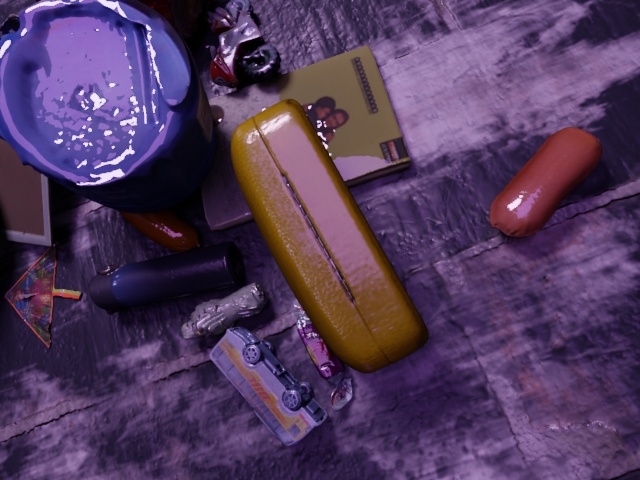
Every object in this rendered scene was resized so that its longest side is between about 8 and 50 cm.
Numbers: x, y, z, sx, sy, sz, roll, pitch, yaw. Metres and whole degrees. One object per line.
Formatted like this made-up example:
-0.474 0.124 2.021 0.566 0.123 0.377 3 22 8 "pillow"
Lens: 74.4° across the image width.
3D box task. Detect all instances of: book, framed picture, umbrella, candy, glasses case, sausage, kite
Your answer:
-0.052 -0.177 0.715 0.351 0.035 0.239 -18 74 7 "book"
-0.554 -0.146 0.747 0.232 0.019 0.297 7 100 22 "framed picture"
-0.150 0.114 0.658 0.143 0.067 0.062 -26 104 -2 "umbrella"
0.000 0.163 0.629 0.045 0.043 0.175 -26 74 -6 "candy"
0.000 0.000 0.587 0.141 0.173 0.371 -29 87 7 "glasses case"
0.322 -0.082 0.606 0.077 0.077 0.194 41 88 16 "sausage"
-0.497 0.095 0.752 0.159 0.010 0.190 -6 78 9 "kite"
-0.283 -0.034 0.718 0.183 0.054 0.062 37 116 13 "sausage"

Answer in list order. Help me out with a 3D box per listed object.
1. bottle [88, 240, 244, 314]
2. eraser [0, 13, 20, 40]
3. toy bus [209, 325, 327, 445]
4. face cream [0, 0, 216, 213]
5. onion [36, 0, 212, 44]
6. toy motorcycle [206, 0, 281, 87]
-0.249 0.058 0.680 0.244 0.072 0.082 -14 106 8 "bottle"
-0.496 -0.276 0.783 0.332 0.101 0.155 37 88 16 "eraser"
-0.079 0.211 0.624 0.190 0.064 0.075 45 95 16 "toy bus"
-0.282 -0.175 0.594 0.248 0.225 0.249 1 84 -8 "face cream"
-0.341 -0.477 0.713 0.281 0.260 0.337 30 79 9 "onion"
-0.150 -0.346 0.749 0.122 0.082 0.213 -25 63 0 "toy motorcycle"
